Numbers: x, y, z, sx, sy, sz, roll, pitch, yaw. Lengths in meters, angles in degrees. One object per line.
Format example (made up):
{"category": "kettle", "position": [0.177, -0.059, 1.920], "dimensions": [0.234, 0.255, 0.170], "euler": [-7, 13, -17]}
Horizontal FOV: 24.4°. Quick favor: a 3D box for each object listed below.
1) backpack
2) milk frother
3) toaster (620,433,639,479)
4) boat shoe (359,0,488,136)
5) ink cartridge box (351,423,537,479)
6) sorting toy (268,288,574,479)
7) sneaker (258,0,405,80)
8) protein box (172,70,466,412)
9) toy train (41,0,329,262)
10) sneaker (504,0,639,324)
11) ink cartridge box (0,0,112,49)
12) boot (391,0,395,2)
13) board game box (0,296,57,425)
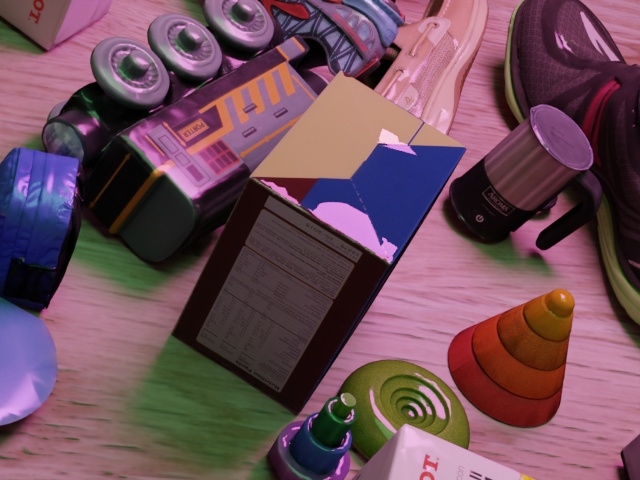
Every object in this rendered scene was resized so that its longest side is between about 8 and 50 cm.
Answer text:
{"category": "backpack", "position": [-0.249, -0.015, 1.231], "dimensions": [0.101, 0.120, 0.098], "euler": [12, 44, -20]}
{"category": "milk frother", "position": [0.227, -0.077, 1.562], "dimensions": [0.129, 0.135, 0.143], "euler": [32, 40, -19]}
{"category": "toaster", "position": [0.375, 0.249, 1.333], "dimensions": [0.168, 0.110, 0.185], "euler": [13, 43, -18]}
{"category": "boat shoe", "position": [0.101, -0.192, 1.620], "dimensions": [0.110, 0.121, 0.341], "euler": [26, 41, -5]}
{"category": "ink cartridge box", "position": [0.143, 0.293, 1.129], "dimensions": [0.278, 0.117, 0.201], "euler": [24, 48, -7]}
{"category": "sorting toy", "position": [0.112, 0.119, 1.303], "dimensions": [0.366, 0.126, 0.127], "euler": [-18, 59, -42]}
{"category": "sneaker", "position": [-0.045, -0.238, 1.582], "dimensions": [0.262, 0.125, 0.104], "euler": [23, -7, 33]}
{"category": "protein box", "position": [0.000, 0.000, 1.299], "dimensions": [0.136, 0.201, 0.200], "euler": [32, 40, 3]}
{"category": "toy train", "position": [-0.114, -0.115, 1.415], "dimensions": [0.190, 0.142, 0.334], "euler": [49, 40, 4]}
{"category": "sneaker", "position": [0.361, -0.117, 1.632], "dimensions": [0.185, 0.202, 0.482], "euler": [0, 48, -31]}
{"category": "ink cartridge box", "position": [-0.317, -0.355, 1.482], "dimensions": [0.273, 0.198, 0.115], "euler": [36, 39, 7]}
{"category": "boot", "position": [0.084, -0.352, 1.708], "dimensions": [0.338, 0.118, 0.222], "euler": [18, 59, -20]}
{"category": "board game box", "position": [-0.292, 0.087, 1.171], "dimensions": [0.169, 0.033, 0.133], "euler": [30, 35, -7]}
